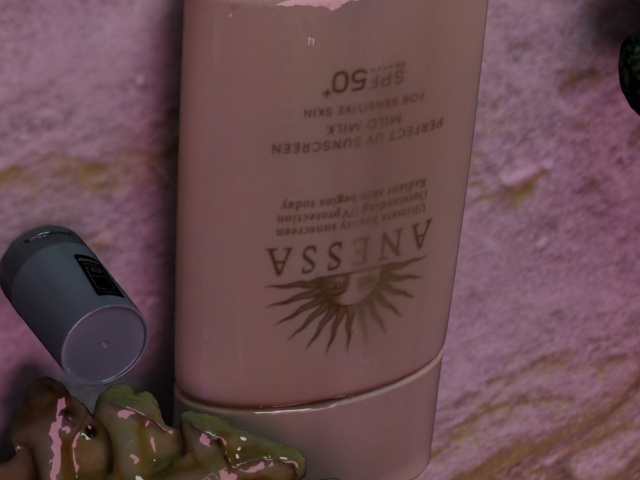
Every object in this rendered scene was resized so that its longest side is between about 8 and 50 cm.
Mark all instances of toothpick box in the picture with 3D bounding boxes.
[{"bbox_3d":[-0.129,0.034,0.999,0.052,0.083,0.052,-18,128,-25],"label":"toothpick box"}]

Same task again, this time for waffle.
[{"bbox_3d":[-0.095,0.232,1.079,0.309,0.056,0.291,26,104,-5],"label":"waffle"}]

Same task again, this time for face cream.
[{"bbox_3d":[0.000,0.000,1.066,0.174,0.081,0.348,-9,124,-23],"label":"face cream"}]

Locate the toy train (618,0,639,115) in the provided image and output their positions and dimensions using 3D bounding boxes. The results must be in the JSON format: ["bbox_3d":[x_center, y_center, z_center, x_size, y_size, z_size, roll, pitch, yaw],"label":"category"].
[{"bbox_3d":[0.302,-0.187,1.121,0.304,0.150,0.221,-24,119,-18],"label":"toy train"}]
